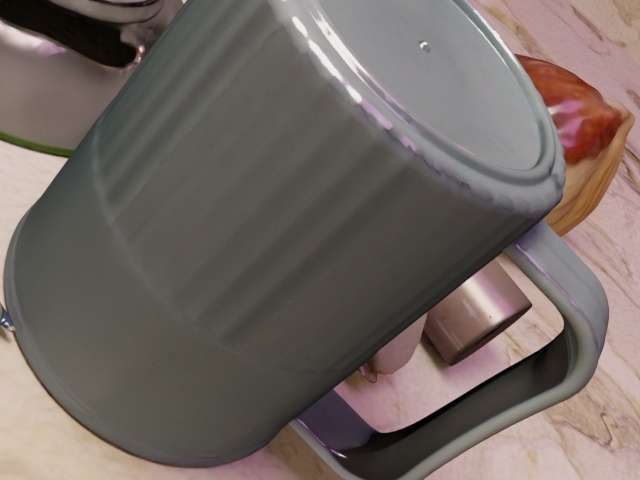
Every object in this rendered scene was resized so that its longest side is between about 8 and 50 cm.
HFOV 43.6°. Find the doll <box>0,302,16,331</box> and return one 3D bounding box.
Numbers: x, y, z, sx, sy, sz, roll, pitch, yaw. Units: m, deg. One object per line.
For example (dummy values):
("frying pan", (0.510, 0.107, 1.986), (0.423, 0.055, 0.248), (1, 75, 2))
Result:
("doll", (-0.247, 0.019, 0.514), (0.125, 0.027, 0.037), (44, 27, -3))

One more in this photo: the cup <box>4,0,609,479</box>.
("cup", (-0.016, -0.003, 0.530), (0.257, 0.311, 0.331), (2, 55, -46))

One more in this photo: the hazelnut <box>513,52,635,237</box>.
("hazelnut", (0.278, -0.120, 1.030), (0.261, 0.241, 0.261), (57, 12, -19))

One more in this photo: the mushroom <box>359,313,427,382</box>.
("mushroom", (-0.008, -0.038, 0.753), (0.097, 0.109, 0.351), (-21, 73, -38))

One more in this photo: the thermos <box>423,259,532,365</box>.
("thermos", (0.127, 0.022, 0.850), (0.137, 0.105, 0.193), (-10, 58, -54))

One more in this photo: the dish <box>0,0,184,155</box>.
("dish", (-0.235, -0.236, 0.697), (0.324, 0.124, 0.324), (28, 39, -25))
